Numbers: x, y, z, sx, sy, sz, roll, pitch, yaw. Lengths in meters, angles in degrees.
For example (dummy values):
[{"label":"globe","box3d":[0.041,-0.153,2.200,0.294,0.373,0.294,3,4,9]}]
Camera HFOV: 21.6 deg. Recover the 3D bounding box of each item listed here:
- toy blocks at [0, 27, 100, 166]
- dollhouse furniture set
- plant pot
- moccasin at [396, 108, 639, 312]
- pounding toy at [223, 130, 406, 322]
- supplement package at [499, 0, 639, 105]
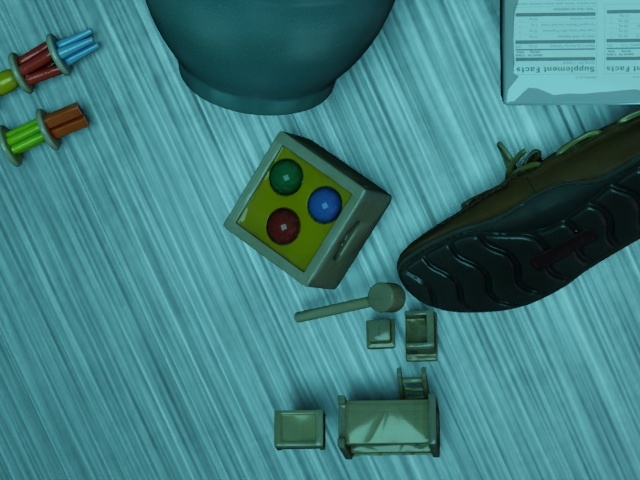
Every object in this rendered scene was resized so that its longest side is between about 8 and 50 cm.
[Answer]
[{"label":"toy blocks","box3d":[-0.309,-0.168,1.919,0.148,0.054,0.123,-25,94,8]},{"label":"dollhouse furniture set","box3d":[0.044,0.165,1.927,0.182,0.101,0.161,-1,73,6]},{"label":"plant pot","box3d":[-0.059,-0.257,1.789,0.293,0.293,0.196,12,125,4]},{"label":"moccasin","box3d":[0.249,-0.039,1.837,0.380,0.147,0.139,-34,115,28]},{"label":"pounding toy","box3d":[-0.001,0.011,1.858,0.206,0.094,0.181,36,100,22]},{"label":"supplement package","box3d":[0.288,-0.278,1.770,0.198,0.199,0.262,0,97,5]}]
